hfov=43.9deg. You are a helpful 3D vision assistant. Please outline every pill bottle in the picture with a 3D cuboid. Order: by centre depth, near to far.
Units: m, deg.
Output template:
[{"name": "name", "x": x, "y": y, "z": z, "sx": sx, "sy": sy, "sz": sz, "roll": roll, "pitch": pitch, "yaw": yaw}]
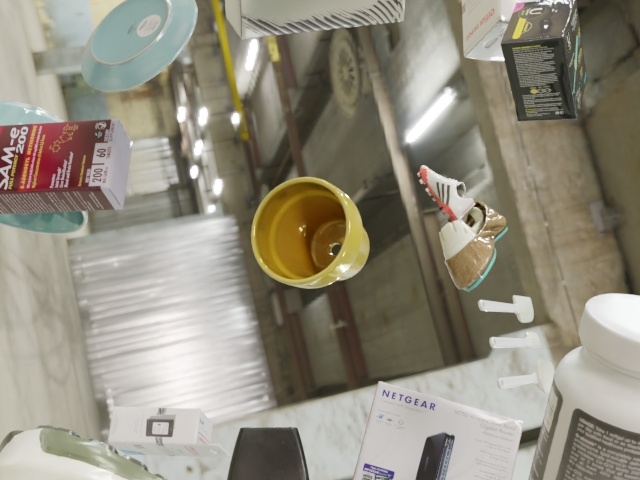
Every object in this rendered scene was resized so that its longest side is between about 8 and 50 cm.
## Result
[{"name": "pill bottle", "x": 0.318, "y": 0.209, "z": 0.846, "sx": 0.162, "sy": 0.162, "sz": 0.278, "roll": -130, "pitch": -136, "yaw": -62}]

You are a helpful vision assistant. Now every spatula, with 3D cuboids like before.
[{"name": "spatula", "x": 0.322, "y": 0.167, "z": 1.280, "sx": 0.019, "sy": 0.242, "sz": 0.168, "roll": -17, "pitch": -105, "yaw": 31}]

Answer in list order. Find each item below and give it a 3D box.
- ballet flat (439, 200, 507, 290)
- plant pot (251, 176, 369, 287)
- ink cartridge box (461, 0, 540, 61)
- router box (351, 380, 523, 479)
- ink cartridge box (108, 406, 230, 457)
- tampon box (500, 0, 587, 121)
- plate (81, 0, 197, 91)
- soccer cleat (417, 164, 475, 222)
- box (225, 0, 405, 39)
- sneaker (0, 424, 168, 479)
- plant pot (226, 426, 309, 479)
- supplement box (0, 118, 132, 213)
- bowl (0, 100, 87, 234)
[{"name": "ballet flat", "x": 0.327, "y": -0.006, "z": 1.740, "sx": 0.124, "sy": 0.342, "sz": 0.116, "roll": 48, "pitch": -57, "yaw": -2}, {"name": "plant pot", "x": 0.000, "y": 0.000, "z": 1.896, "sx": 0.239, "sy": 0.254, "sz": 0.254, "roll": 27, "pitch": 42, "yaw": -62}, {"name": "ink cartridge box", "x": 0.337, "y": -0.470, "z": 1.502, "sx": 0.158, "sy": 0.092, "sz": 0.218, "roll": 141, "pitch": -48, "yaw": -72}, {"name": "router box", "x": 0.248, "y": 0.503, "z": 1.762, "sx": 0.082, "sy": 0.335, "sz": 0.301, "roll": 81, "pitch": 24, "yaw": -76}, {"name": "ink cartridge box", "x": -0.240, "y": 0.313, "z": 1.296, "sx": 0.104, "sy": 0.180, "sz": 0.060, "roll": 80, "pitch": 11, "yaw": -64}, {"name": "tampon box", "x": 0.370, "y": -0.296, "z": 1.309, "sx": 0.120, "sy": 0.101, "sz": 0.161, "roll": -63, "pitch": 142, "yaw": -38}, {"name": "plate", "x": -0.255, "y": -0.284, "z": 1.086, "sx": 0.024, "sy": 0.188, "sz": 0.188, "roll": 51, "pitch": 12, "yaw": -51}, {"name": "soccer cleat", "x": 0.129, "y": -0.053, "z": 0.816, "sx": 0.029, "sy": 0.035, "sz": 0.083, "roll": 46, "pitch": 12, "yaw": -44}, {"name": "box", "x": -0.009, "y": -0.394, "z": 1.260, "sx": 0.113, "sy": 0.275, "sz": 0.094, "roll": -119, "pitch": -157, "yaw": -52}, {"name": "sneaker", "x": -0.080, "y": 0.283, "z": 0.514, "sx": 0.182, "sy": 0.410, "sz": 0.158, "roll": -59, "pitch": 161, "yaw": -45}, {"name": "plant pot", "x": -0.118, "y": 0.504, "z": 1.767, "sx": 0.187, "sy": 0.188, "sz": 0.167, "roll": 102, "pitch": -13, "yaw": -70}, {"name": "supplement box", "x": -0.428, "y": -0.115, "z": 1.252, "sx": 0.073, "sy": 0.239, "sz": 0.130, "roll": 75, "pitch": 13, "yaw": -62}, {"name": "bowl", "x": -0.576, "y": -0.151, "z": 1.515, "sx": 0.311, "sy": 0.311, "sz": 0.163, "roll": 114, "pitch": -11, "yaw": -67}]
